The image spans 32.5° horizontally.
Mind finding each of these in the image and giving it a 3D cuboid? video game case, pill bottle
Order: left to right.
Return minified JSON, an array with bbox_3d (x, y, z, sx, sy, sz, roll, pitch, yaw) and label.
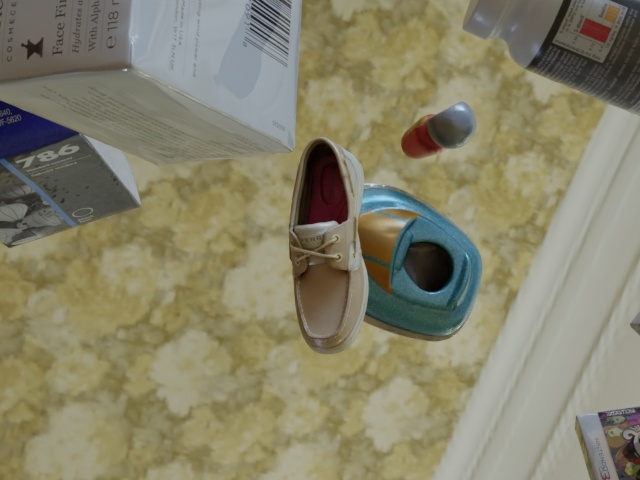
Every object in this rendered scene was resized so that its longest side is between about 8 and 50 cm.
[{"bbox_3d":[0.322,-0.260,1.306,0.162,0.278,0.162,-158,-90,-87],"label":"pill bottle"},{"bbox_3d":[0.504,0.328,1.577,0.210,0.232,0.042,-95,176,-46],"label":"video game case"}]

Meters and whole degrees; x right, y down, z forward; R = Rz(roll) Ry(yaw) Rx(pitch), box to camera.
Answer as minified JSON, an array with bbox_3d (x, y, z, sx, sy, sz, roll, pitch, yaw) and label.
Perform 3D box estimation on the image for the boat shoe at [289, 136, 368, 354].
[{"bbox_3d":[0.000,0.000,0.835,0.063,0.059,0.170,-9,-116,19],"label":"boat shoe"}]

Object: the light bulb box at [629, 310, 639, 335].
[{"bbox_3d":[0.673,0.059,1.445,0.361,0.225,0.358,-48,-170,-12],"label":"light bulb box"}]

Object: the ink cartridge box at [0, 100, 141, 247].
[{"bbox_3d":[-0.297,-0.079,1.097,0.333,0.165,0.065,72,1,-75],"label":"ink cartridge box"}]

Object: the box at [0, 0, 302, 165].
[{"bbox_3d":[-0.103,-0.157,0.682,0.119,0.182,0.181,-3,-102,28],"label":"box"}]

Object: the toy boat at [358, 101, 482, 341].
[{"bbox_3d":[0.122,-0.036,1.479,0.148,0.267,0.318,-22,-133,66],"label":"toy boat"}]
